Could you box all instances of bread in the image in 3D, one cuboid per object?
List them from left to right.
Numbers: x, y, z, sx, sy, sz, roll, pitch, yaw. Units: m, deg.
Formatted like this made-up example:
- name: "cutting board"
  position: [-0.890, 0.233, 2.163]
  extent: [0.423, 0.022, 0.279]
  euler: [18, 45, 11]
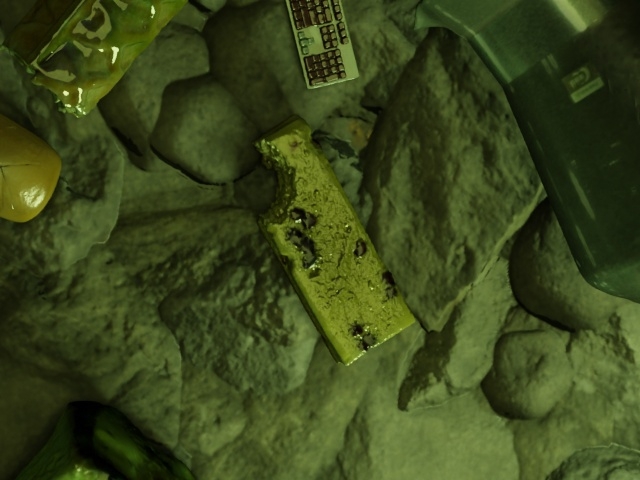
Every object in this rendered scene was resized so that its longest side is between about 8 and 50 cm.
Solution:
- name: "bread"
  position: [-0.287, -0.069, 1.067]
  extent: [0.115, 0.056, 0.082]
  euler: [36, 87, -10]
- name: "bread"
  position: [-0.162, -0.233, 1.067]
  extent: [0.269, 0.098, 0.087]
  euler: [-50, 142, -4]
- name: "bread"
  position: [0.000, 0.000, 1.128]
  extent: [0.088, 0.049, 0.226]
  euler: [-31, 97, -8]

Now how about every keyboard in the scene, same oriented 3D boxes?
- name: "keyboard"
  position: [-0.005, -0.228, 1.132]
  extent: [0.055, 0.017, 0.165]
  euler: [-15, 95, -10]

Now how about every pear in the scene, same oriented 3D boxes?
- name: "pear"
  position: [-0.203, 0.303, 1.054]
  extent: [0.238, 0.164, 0.255]
  euler: [42, 90, -20]

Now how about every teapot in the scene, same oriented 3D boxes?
- name: "teapot"
  position: [0.283, -0.149, 1.071]
  extent: [0.300, 0.253, 0.344]
  euler: [-37, 94, 18]
